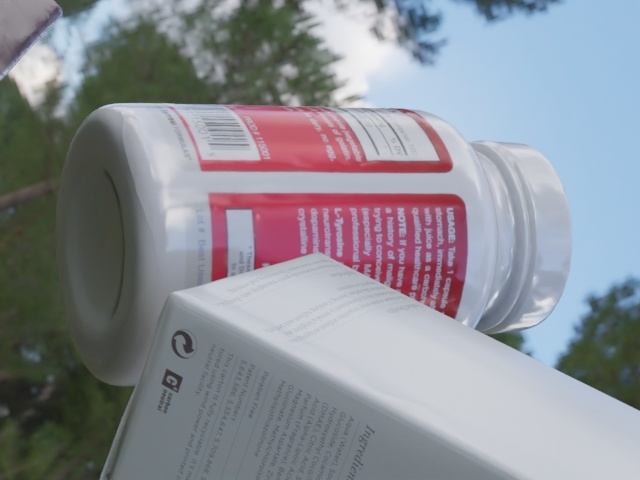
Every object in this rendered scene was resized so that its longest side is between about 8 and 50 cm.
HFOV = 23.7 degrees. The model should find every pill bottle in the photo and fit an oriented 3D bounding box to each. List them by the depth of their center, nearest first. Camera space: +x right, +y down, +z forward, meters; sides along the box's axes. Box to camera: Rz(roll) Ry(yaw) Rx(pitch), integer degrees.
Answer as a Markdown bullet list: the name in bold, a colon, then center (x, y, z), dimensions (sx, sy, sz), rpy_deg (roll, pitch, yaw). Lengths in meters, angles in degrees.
- **pill bottle**: center (0.000, 0.000, 1.303), dimensions (0.229, 0.407, 0.229), rpy_deg (4, -86, 63)

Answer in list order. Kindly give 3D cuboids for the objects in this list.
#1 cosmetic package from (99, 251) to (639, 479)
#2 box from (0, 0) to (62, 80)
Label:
- **cosmetic package**: center (0.087, 0.161, 0.961), dimensions (0.385, 0.217, 0.156), rpy_deg (28, -72, 23)
- **box**: center (-0.331, -0.172, 1.103), dimensions (0.203, 0.168, 0.167), rpy_deg (49, 23, -15)
